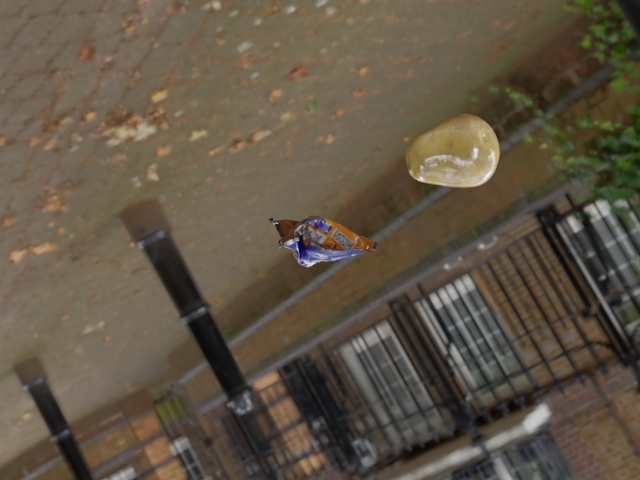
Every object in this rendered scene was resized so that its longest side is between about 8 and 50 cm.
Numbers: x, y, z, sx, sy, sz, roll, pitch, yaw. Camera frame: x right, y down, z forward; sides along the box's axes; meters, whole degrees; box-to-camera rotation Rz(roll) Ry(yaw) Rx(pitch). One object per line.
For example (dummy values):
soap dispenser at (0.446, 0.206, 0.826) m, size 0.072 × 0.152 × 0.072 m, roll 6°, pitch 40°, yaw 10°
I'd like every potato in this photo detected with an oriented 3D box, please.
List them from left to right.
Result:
potato at (0.122, -0.080, 0.928) m, size 0.083 × 0.068 × 0.062 m, roll -12°, pitch 173°, yaw -4°

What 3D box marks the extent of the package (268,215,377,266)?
package at (0.001, -0.001, 0.690) m, size 0.077 × 0.033 × 0.110 m, roll -4°, pitch -174°, yaw 4°
